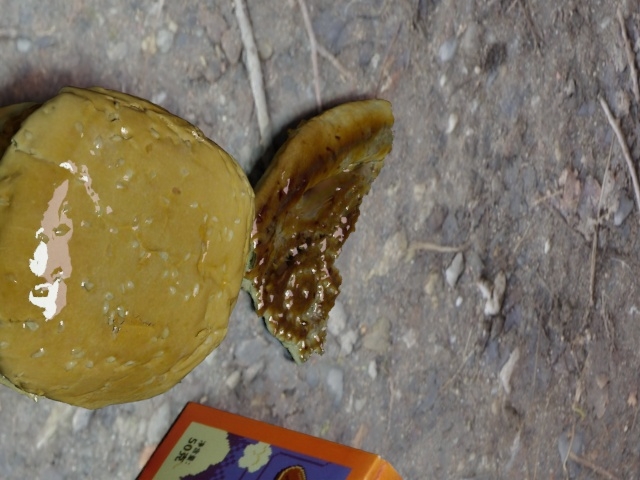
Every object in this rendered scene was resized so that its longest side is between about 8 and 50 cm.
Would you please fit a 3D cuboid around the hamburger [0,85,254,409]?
[{"bbox_3d":[-0.177,0.009,1.382,0.283,0.144,0.260,10,88,-55],"label":"hamburger"}]

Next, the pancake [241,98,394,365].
[{"bbox_3d":[0.000,0.000,1.645,0.266,0.057,0.244,-27,118,-44],"label":"pancake"}]

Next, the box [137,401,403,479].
[{"bbox_3d":[-0.048,0.391,1.522,0.349,0.257,0.318,-56,135,-26],"label":"box"}]
